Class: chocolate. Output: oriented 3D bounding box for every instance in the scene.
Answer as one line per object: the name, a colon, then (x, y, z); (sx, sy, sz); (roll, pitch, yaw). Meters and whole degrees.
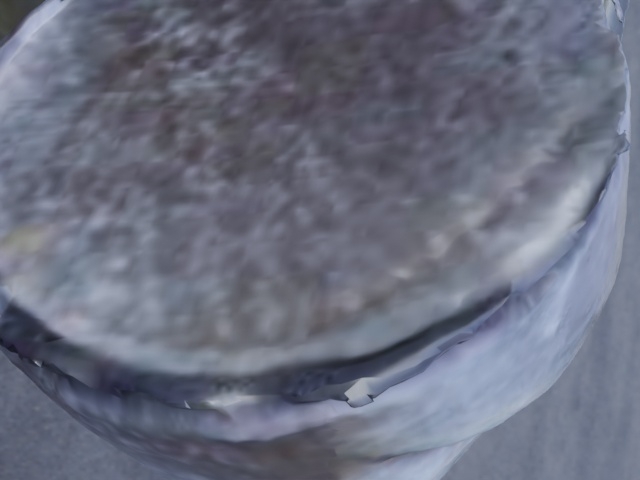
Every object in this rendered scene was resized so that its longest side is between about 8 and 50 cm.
chocolate: (0.000, 0.000, 0.582); (0.213, 0.303, 0.303); (70, 34, -49)

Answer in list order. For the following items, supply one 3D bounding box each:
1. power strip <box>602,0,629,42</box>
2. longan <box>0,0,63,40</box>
power strip: (0.136, -0.234, 0.983); (0.092, 0.251, 0.257); (-84, -176, -80)
longan: (-0.138, -0.260, 0.791); (0.288, 0.288, 0.350); (20, 63, -59)
